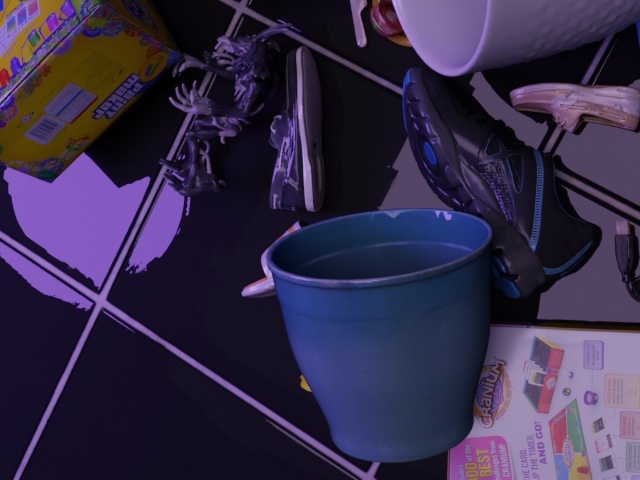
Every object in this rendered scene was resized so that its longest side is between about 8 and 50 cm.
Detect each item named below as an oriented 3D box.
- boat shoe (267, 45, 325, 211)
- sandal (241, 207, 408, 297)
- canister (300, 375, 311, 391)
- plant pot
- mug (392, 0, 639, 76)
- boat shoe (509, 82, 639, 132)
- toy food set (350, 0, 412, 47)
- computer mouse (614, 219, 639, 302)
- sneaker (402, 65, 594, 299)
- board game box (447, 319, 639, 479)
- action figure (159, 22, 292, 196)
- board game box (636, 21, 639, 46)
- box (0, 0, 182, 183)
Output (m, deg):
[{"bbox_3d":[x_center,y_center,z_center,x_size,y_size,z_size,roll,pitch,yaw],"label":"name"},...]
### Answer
[{"bbox_3d":[-0.040,-0.156,1.502,0.079,0.084,0.233,1,94,21],"label":"boat shoe"},{"bbox_3d":[0.003,0.001,1.484,0.265,0.102,0.076,-28,79,10],"label":"sandal"},{"bbox_3d":[0.053,0.136,1.474,0.126,0.073,0.170,16,94,20],"label":"canister"},{"bbox_3d":[0.084,0.120,1.310,0.271,0.271,0.255,-1,109,21],"label":"plant pot"},{"bbox_3d":[0.262,-0.330,1.239,0.328,0.374,0.276,-15,66,-16],"label":"mug"},{"bbox_3d":[0.326,-0.168,1.371,0.170,0.063,0.059,4,86,20],"label":"boat shoe"},{"bbox_3d":[0.128,-0.330,1.442,0.218,0.071,0.128,-2,89,21],"label":"toy food set"},{"bbox_3d":[0.461,-0.039,1.326,0.184,0.060,0.262,1,102,17],"label":"computer mouse"},{"bbox_3d":[0.223,-0.092,1.403,0.139,0.125,0.341,-27,77,-8],"label":"sneaker"},{"bbox_3d":[0.324,0.226,1.373,0.316,0.064,0.242,2,91,21],"label":"board game box"},{"bbox_3d":[-0.147,-0.200,1.503,0.141,0.164,0.276,24,109,-14],"label":"action figure"},{"bbox_3d":[0.466,-0.244,1.280,0.160,0.047,0.210,-14,64,28],"label":"board game box"},{"bbox_3d":[-0.401,-0.295,1.549,0.290,0.177,0.279,-40,58,17],"label":"box"}]
